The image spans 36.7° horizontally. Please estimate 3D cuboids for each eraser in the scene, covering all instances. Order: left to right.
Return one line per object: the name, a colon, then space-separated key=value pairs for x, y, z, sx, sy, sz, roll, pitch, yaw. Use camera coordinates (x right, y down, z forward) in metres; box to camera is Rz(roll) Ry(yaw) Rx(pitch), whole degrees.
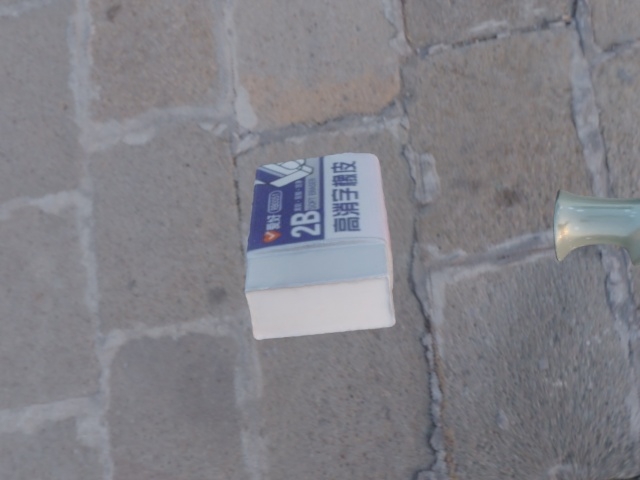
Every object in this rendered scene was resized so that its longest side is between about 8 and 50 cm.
eraser: x=0.000 y=0.000 z=0.864 sx=0.124 sy=0.068 sz=0.210 roll=-5 pitch=32 yaw=3

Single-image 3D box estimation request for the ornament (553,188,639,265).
ornament: x=0.274 y=-0.011 z=0.793 sx=0.156 sy=0.075 sz=0.081 roll=0 pitch=107 yaw=21
